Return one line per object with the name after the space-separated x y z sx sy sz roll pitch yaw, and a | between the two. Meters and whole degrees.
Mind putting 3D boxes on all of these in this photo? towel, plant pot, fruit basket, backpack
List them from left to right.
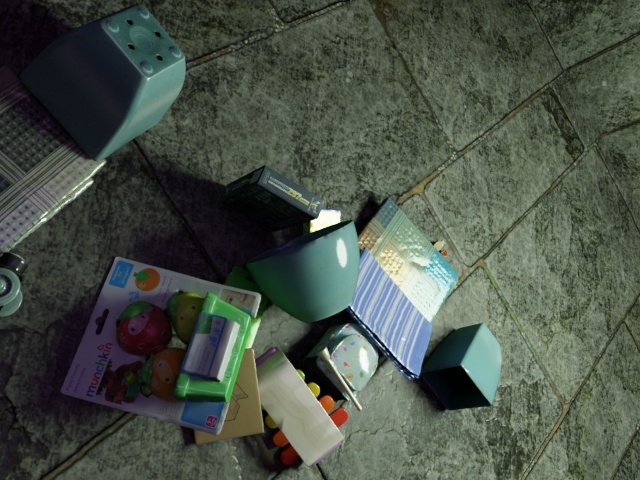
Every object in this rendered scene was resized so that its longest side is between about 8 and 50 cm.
-0.680 -0.175 1.273 0.312 0.056 0.324 46 59 -13 | towel
-0.450 -0.378 1.320 0.247 0.252 0.248 50 41 -13 | plant pot
-0.341 0.220 1.302 0.353 0.165 0.327 18 67 -5 | fruit basket
-0.020 0.091 1.491 0.290 0.290 0.195 -25 96 -37 | plant pot
0.068 0.316 1.596 0.166 0.144 0.188 48 48 -10 | backpack
0.196 0.206 1.689 0.336 0.040 0.243 49 39 -13 | towel
0.256 0.083 1.836 0.370 0.040 0.271 46 63 -15 | towel
0.455 0.376 1.840 0.165 0.165 0.234 52 48 -12 | plant pot

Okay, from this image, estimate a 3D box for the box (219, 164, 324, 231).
-0.128 -0.101 1.512 0.183 0.233 0.059 30 68 -25 | box

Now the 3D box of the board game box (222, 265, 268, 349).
-0.215 0.203 1.494 0.124 0.039 0.259 31 65 -25 | board game box

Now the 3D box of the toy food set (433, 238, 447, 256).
0.376 0.051 1.952 0.122 0.019 0.078 -23 91 -36 | toy food set

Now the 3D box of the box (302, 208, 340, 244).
0.000 0.000 1.671 0.105 0.043 0.179 0 97 -35 | box

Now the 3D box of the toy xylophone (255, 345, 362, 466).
-0.039 0.408 1.487 0.236 0.081 0.322 -28 95 -11 | toy xylophone

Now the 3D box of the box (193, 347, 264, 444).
-0.228 0.366 1.398 0.164 0.021 0.201 -8 88 -10 | box

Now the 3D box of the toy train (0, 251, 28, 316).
-0.711 0.142 1.114 0.190 0.142 0.334 32 63 -10 | toy train
